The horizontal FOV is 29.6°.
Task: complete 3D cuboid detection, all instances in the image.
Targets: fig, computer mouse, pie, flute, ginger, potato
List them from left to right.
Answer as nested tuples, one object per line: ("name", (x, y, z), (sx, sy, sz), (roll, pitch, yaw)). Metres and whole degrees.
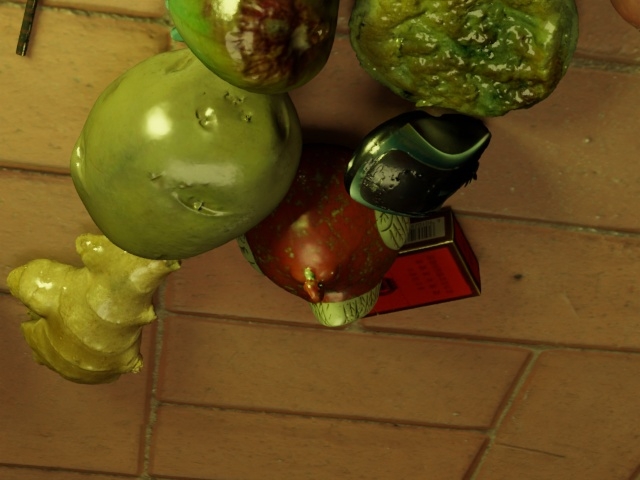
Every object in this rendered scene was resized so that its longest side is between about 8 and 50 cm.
("flute", (-0.331, -0.307, 1.419), (0.014, 0.014, 0.269), (14, 142, -15))
("ginger", (-0.350, 0.074, 1.887), (0.236, 0.166, 0.376), (36, 116, 12))
("potato", (-0.176, -0.103, 1.514), (0.243, 0.221, 0.326), (28, 141, -34))
("fig", (-0.077, -0.258, 1.350), (0.191, 0.181, 0.181), (28, 144, 10))
("computer mouse", (0.135, -0.093, 1.539), (0.233, 0.096, 0.137), (-11, 148, -43))
("pie", (0.168, -0.244, 1.425), (0.276, 0.079, 0.277), (2, 142, 1))

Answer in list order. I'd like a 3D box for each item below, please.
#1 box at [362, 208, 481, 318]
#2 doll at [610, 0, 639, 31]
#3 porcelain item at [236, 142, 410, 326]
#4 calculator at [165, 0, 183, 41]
("box", (0.106, 0.042, 1.820), (0.239, 0.074, 0.153), (-12, 146, 19))
("doll", (0.395, -0.328, 1.241), (0.196, 0.152, 0.256), (41, 120, 1))
("porcelain item", (0.000, 0.000, 1.638), (0.252, 0.253, 0.253), (1, 144, 1))
("calculator", (-0.114, -0.267, 1.458), (0.141, 0.019, 0.094), (0, 141, 3))
